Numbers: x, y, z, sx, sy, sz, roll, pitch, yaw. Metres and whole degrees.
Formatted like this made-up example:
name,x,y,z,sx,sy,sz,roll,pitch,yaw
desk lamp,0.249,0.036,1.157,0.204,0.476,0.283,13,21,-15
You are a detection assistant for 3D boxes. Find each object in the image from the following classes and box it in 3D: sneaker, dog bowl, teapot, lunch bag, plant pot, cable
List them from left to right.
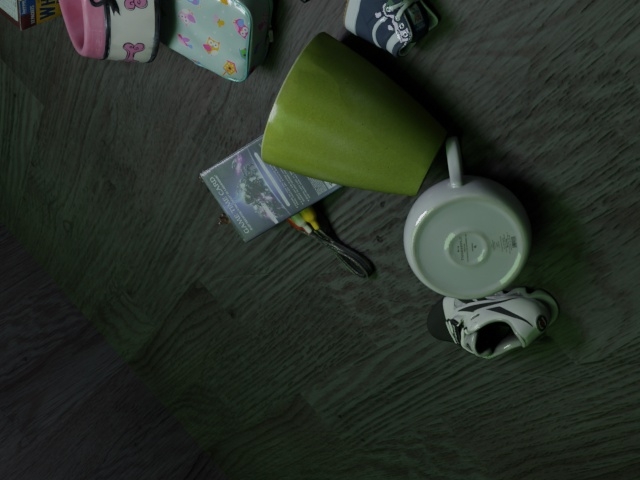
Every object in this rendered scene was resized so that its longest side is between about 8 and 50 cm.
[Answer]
name,x,y,z,sx,sy,sz,roll,pitch,yaw
dog bowl,-0.476,-0.576,1.538,0.408,0.150,0.407,46,144,48
lunch bag,-0.228,-0.480,1.511,0.279,0.108,0.224,30,141,11
cable,0.000,0.000,1.754,0.287,0.072,0.139,51,148,-4
plant pot,0.081,-0.208,1.371,0.294,0.274,0.274,27,139,6
sneaker,0.134,-0.439,1.214,0.153,0.099,0.282,41,149,19
teapot,0.276,-0.028,1.375,0.253,0.187,0.256,32,116,-8
sneaker,0.328,0.185,1.529,0.331,0.146,0.122,-20,108,53

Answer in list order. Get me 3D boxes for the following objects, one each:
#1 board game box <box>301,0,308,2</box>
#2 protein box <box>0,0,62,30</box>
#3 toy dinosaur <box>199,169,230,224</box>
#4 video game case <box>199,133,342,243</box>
name,x,y,z,sx,sy,sz,roll,pitch,yaw
board game box,0.038,-0.483,1.201,0.026,0.186,0.126,40,143,11
protein box,-0.739,-0.670,1.806,0.201,0.200,0.136,40,142,12
toy dinosaur,-0.165,-0.110,1.791,0.200,0.127,0.295,14,137,28
video game case,-0.113,-0.140,1.653,0.274,0.026,0.196,-30,101,15
